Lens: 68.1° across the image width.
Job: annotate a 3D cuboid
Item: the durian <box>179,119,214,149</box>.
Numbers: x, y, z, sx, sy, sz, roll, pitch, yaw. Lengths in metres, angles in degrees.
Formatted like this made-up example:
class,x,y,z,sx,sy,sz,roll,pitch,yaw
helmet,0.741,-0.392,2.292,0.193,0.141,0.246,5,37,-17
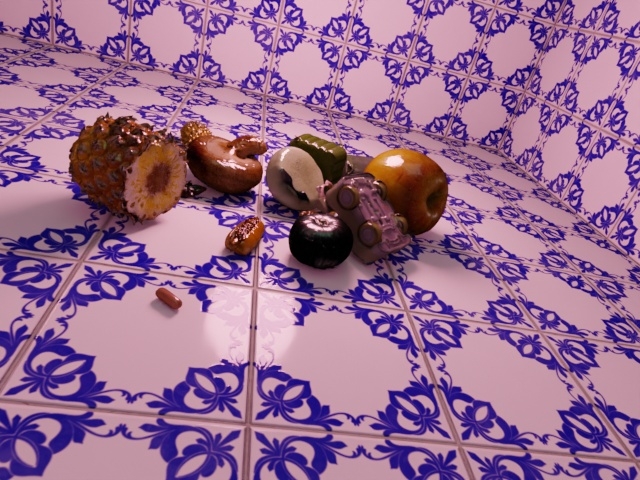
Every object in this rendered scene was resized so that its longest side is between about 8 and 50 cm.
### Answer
class,x,y,z,sx,sy,sz,roll,pitch,yaw
durian,-0.592,-0.515,2.310,0.183,0.138,0.250,-3,26,-16

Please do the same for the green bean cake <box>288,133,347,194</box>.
class,x,y,z,sx,sy,sz,roll,pitch,yaw
green bean cake,-0.026,-0.341,2.162,0.249,0.247,0.156,25,30,20

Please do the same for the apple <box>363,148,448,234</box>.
class,x,y,z,sx,sy,sz,roll,pitch,yaw
apple,0.352,-0.204,2.033,0.374,0.374,0.384,44,-5,42

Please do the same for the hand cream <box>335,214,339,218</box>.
class,x,y,z,sx,sy,sz,roll,pitch,yaw
hand cream,0.071,-0.076,1.956,0.076,0.047,0.174,30,40,23

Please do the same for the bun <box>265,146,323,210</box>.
class,x,y,z,sx,sy,sz,roll,pitch,yaw
bun,-0.125,-0.245,1.996,0.283,0.179,0.283,22,56,-38

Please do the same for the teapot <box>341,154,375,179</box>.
class,x,y,z,sx,sy,sz,roll,pitch,yaw
teapot,0.205,-0.331,2.353,0.336,0.201,0.270,3,5,-20

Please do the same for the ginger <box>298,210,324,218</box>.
class,x,y,z,sx,sy,sz,roll,pitch,yaw
ginger,-0.043,-0.078,1.854,0.103,0.074,0.162,16,29,12

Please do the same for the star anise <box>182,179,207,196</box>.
class,x,y,z,sx,sy,sz,roll,pitch,yaw
star anise,-0.555,-0.213,1.855,0.212,0.054,0.157,3,31,-20

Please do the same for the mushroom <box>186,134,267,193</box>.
class,x,y,z,sx,sy,sz,roll,pitch,yaw
mushroom,-0.402,-0.320,1.988,0.344,0.239,0.345,0,13,0

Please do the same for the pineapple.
class,x,y,z,sx,sy,sz,roll,pitch,yaw
pineapple,-0.637,-0.249,1.576,0.300,0.353,0.352,30,31,17

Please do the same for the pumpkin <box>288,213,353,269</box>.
class,x,y,z,sx,sy,sz,roll,pitch,yaw
pumpkin,0.000,0.000,1.647,0.232,0.163,0.233,11,27,-6

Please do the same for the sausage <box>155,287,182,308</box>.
class,x,y,z,sx,sy,sz,roll,pitch,yaw
sausage,-0.409,0.157,1.279,0.083,0.034,0.034,30,31,22

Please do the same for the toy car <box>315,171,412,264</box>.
class,x,y,z,sx,sy,sz,roll,pitch,yaw
toy car,0.162,-0.073,1.825,0.242,0.226,0.336,-18,76,-48

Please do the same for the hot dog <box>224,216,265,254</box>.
class,x,y,z,sx,sy,sz,roll,pitch,yaw
hot dog,-0.256,-0.023,1.645,0.102,0.076,0.249,22,27,4

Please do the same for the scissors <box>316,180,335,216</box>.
class,x,y,z,sx,sy,sz,roll,pitch,yaw
scissors,0.064,-0.174,2.064,0.024,0.160,0.317,-5,-2,28
